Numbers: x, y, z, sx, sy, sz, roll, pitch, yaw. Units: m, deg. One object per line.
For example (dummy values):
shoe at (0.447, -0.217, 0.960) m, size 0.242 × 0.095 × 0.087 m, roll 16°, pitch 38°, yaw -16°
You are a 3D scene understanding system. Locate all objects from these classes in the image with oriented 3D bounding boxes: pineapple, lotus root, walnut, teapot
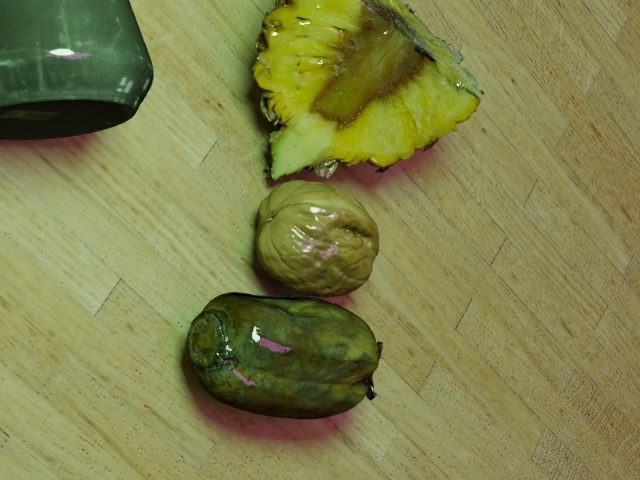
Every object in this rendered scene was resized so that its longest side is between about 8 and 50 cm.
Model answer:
pineapple at (0.009, -0.228, 2.078) m, size 0.344 × 0.286 × 0.209 m, roll 36°, pitch 20°, yaw -23°
lotus root at (-0.051, 0.152, 1.972) m, size 0.275 × 0.152 × 0.160 m, roll 15°, pitch 32°, yaw -36°
walnut at (0.000, 0.000, 2.026) m, size 0.184 × 0.155 × 0.155 m, roll 24°, pitch 72°, yaw -36°
teapot at (-0.356, -0.302, 1.736) m, size 0.300 × 0.253 × 0.344 m, roll -4°, pitch 81°, yaw -17°
